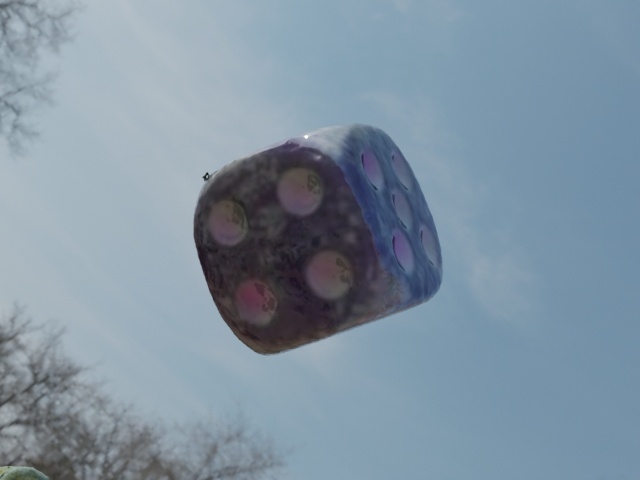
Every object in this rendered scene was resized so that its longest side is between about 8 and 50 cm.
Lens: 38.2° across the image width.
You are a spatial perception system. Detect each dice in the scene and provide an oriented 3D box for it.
[{"bbox_3d":[0.000,0.000,1.325,0.270,0.270,0.271,-22,-96,24],"label":"dice"}]

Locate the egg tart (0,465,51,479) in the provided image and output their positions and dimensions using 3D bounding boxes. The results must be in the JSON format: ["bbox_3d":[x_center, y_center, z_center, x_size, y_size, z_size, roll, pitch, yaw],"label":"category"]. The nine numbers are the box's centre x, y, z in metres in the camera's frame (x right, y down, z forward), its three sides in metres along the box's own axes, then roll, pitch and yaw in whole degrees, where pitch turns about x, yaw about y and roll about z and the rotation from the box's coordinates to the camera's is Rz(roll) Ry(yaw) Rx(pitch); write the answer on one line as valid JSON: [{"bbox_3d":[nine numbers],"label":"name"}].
[{"bbox_3d":[-0.403,0.374,1.221,0.078,0.197,0.197,-37,-86,19],"label":"egg tart"}]
